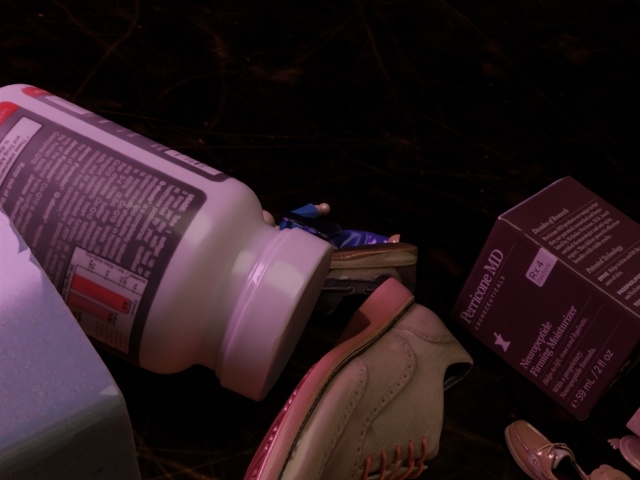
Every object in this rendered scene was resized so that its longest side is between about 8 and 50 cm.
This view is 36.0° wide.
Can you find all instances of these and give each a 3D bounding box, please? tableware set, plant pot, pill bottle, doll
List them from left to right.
[{"bbox_3d":[-0.301,0.153,0.739,0.252,0.247,0.247,-26,55,-24],"label":"plant pot"},{"bbox_3d":[-0.186,0.006,0.982,0.363,0.210,0.210,25,38,6],"label":"pill bottle"},{"bbox_3d":[0.000,0.000,1.204,0.189,0.046,0.129,13,49,-3],"label":"doll"},{"bbox_3d":[0.364,0.275,1.050,0.141,0.020,0.169,-13,43,-43],"label":"tableware set"}]

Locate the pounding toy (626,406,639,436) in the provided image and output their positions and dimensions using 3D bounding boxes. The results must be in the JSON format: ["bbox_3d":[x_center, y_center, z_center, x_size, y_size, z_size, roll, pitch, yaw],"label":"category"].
[{"bbox_3d":[0.426,0.225,1.052,0.181,0.094,0.206,39,24,20],"label":"pounding toy"}]

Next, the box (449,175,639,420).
[{"bbox_3d":[0.299,0.064,1.160,0.203,0.168,0.167,38,42,23],"label":"box"}]

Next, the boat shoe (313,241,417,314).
[{"bbox_3d":[0.006,0.049,1.123,0.224,0.073,0.080,-8,4,-11],"label":"boat shoe"}]

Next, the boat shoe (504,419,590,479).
[{"bbox_3d":[0.247,0.235,1.028,0.050,0.045,0.135,-12,48,-35],"label":"boat shoe"}]

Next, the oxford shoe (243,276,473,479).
[{"bbox_3d":[0.042,0.179,0.937,0.147,0.140,0.397,35,42,7],"label":"oxford shoe"}]
